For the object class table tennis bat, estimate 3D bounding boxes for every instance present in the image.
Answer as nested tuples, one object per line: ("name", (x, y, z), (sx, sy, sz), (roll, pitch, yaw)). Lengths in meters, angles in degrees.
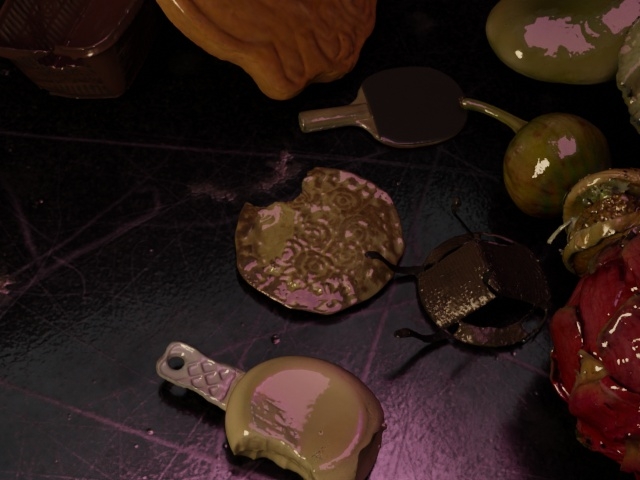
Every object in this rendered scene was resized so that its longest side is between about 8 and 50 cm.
("table tennis bat", (0.091, -0.185, 1.744), (0.246, 0.022, 0.138), (-10, 60, -12))

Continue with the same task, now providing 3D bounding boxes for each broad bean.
("broad bean", (0.377, -0.308, 1.802), (0.263, 0.121, 0.189), (-7, 63, 9))

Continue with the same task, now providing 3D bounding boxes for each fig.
("fig", (0.285, -0.134, 1.685), (0.149, 0.149, 0.245), (-26, 48, -19))

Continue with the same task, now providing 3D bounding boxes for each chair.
("chair", (0.190, 0.050, 1.565), (0.213, 0.149, 0.174), (19, 42, -47))

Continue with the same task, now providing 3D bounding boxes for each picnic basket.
("picnic basket", (-0.307, -0.327, 1.710), (0.222, 0.129, 0.297), (6, 57, 23))

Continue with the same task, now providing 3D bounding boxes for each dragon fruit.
("dragon fruit", (0.418, 0.136, 1.409), (0.329, 0.329, 0.329), (2, 58, -3))

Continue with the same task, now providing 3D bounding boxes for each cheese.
("cheese", (-0.065, 0.198, 1.459), (0.286, 0.082, 0.163), (21, 58, 11))

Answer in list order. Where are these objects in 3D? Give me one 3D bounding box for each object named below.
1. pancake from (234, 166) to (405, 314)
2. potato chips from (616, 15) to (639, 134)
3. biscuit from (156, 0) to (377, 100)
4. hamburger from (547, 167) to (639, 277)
("pancake", (0.000, 0.000, 1.615), (0.235, 0.029, 0.212), (-21, 63, -16))
("potato chips", (0.622, -0.244, 1.738), (0.358, 0.070, 0.429), (44, 71, -3))
("biscuit", (-0.069, -0.389, 1.724), (0.365, 0.062, 0.385), (42, 50, -18))
("hamburger", (0.385, -0.021, 1.577), (0.185, 0.177, 0.113), (-5, 66, 14))
